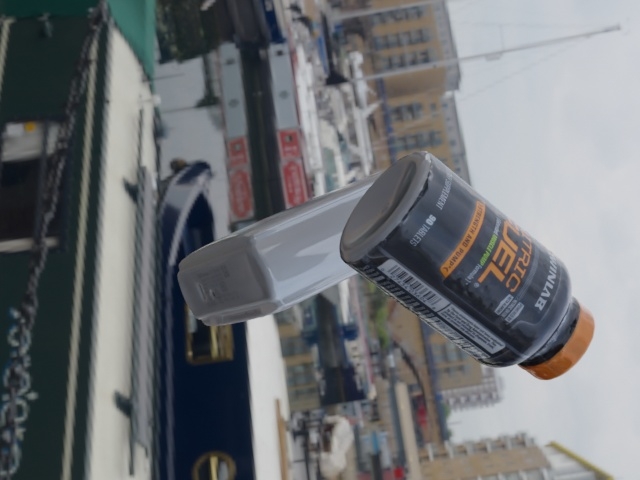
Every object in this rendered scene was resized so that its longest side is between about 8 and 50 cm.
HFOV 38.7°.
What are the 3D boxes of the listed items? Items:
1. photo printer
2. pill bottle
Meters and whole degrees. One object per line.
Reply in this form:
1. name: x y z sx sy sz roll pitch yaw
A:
1. photo printer: 0.000 0.000 1.159 0.256 0.308 0.107 -18 -85 60
2. pill bottle: 0.148 0.035 0.873 0.246 0.130 0.130 36 19 -17
